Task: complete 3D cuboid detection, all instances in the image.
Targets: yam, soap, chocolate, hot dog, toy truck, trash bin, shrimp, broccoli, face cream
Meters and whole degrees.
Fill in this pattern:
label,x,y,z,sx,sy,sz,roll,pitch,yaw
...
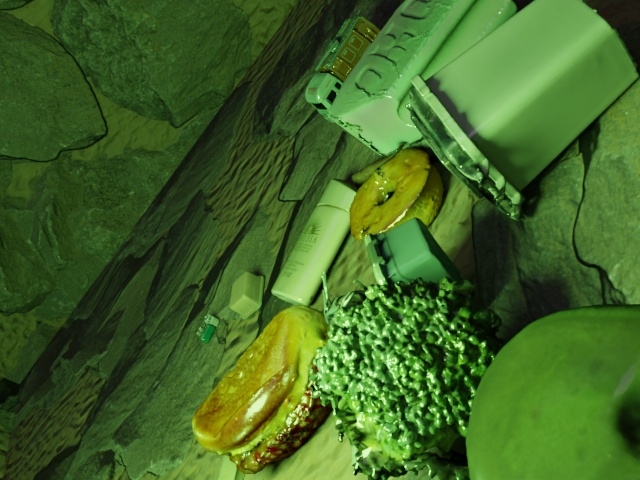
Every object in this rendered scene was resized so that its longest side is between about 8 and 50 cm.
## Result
label,x,y,z,sx,sy,sz,roll,pitch,yaw
yam,0.203,-0.215,1.939,0.327,0.045,0.045,-30,61,40
soap,0.222,-0.413,1.828,0.446,0.156,0.261,-54,29,6
chocolate,0.254,-0.221,1.822,0.167,0.072,0.072,-33,35,46
hot dog,-0.100,0.341,1.673,0.405,0.185,0.223,-50,26,14
toy truck,0.077,-0.515,2.359,0.305,0.162,0.136,-59,26,-4
trash bin,0.380,-0.255,1.443,0.367,0.256,0.296,-40,45,15
shrimp,0.060,0.147,1.549,0.372,0.172,0.137,87,-153,-83
broccoli,0.161,0.229,1.246,0.334,0.272,0.324,-42,33,7
face cream,0.000,0.000,2.004,0.348,0.081,0.173,-62,26,-9
toy truck,-0.335,0.264,2.349,0.044,0.039,0.083,9,69,45

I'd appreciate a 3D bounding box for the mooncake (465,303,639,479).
label,x,y,z,sx,sy,sz,roll,pitch,yaw
mooncake,0.353,0.254,0.979,0.351,0.187,0.351,-37,35,32

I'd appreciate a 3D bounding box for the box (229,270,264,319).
label,x,y,z,sx,sy,sz,roll,pitch,yaw
box,-0.210,0.151,2.226,0.089,0.062,0.122,-40,30,32

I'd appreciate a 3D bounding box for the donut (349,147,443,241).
label,x,y,z,sx,sy,sz,roll,pitch,yaw
donut,0.168,-0.091,1.773,0.253,0.118,0.253,-44,27,31

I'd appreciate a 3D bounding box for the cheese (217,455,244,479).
label,x,y,z,sx,sy,sz,roll,pitch,yaw
cheese,-0.202,0.529,1.823,0.085,0.034,0.400,-28,38,39

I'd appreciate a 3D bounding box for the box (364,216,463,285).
label,x,y,z,sx,sy,sz,roll,pitch,yaw
box,0.183,0.076,1.447,0.130,0.227,0.162,-34,31,14

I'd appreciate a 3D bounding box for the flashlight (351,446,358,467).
label,x,y,z,sx,sy,sz,roll,pitch,yaw
flashlight,0.070,0.395,1.506,0.018,0.018,0.083,-41,29,33
